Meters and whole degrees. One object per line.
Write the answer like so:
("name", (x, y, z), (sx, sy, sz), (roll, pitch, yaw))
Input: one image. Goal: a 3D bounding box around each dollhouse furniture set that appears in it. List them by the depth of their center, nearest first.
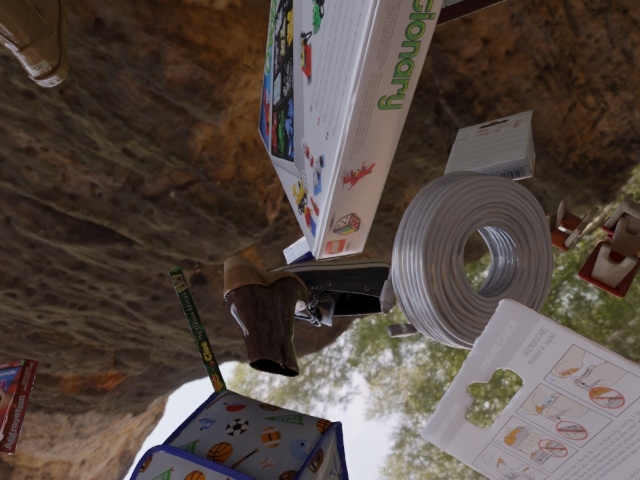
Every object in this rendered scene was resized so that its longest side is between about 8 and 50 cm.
("dollhouse furniture set", (0.559, 0.027, 1.074), (0.262, 0.135, 0.259), (32, -138, 25))

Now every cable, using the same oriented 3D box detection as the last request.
("cable", (0.220, 0.027, 0.820), (0.257, 0.089, 0.257), (9, -93, -26))

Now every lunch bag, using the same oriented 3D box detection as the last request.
("lunch bag", (-0.172, 0.493, 1.111), (0.327, 0.239, 0.385), (7, -152, 31))

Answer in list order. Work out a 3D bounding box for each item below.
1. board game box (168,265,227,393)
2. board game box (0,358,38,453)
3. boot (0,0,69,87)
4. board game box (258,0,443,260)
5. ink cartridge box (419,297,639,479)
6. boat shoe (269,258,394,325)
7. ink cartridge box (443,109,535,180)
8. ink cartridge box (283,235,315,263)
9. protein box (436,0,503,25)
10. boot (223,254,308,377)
("board game box", (-0.251, 0.181, 1.173), (0.030, 0.136, 0.260), (-21, -93, -11))
("board game box", (-0.582, 0.291, 0.988), (0.027, 0.281, 0.145), (28, -124, -44))
("boot", (-0.469, -0.383, 0.822), (0.269, 0.089, 0.236), (65, 180, -68))
("board game box", (0.010, -0.156, 0.463), (0.053, 0.305, 0.193), (-8, -130, -20))
("ink cartridge box", (0.190, 0.125, 0.343), (0.224, 0.181, 0.056), (30, -130, 17))
("boat shoe", (-0.009, 0.168, 1.694), (0.500, 0.187, 0.156), (-6, -123, -12))
("ink cartridge box", (0.305, -0.159, 1.019), (0.045, 0.145, 0.179), (63, -145, -25))
("ink cartridge box", (0.000, 0.000, 1.521), (0.097, 0.207, 0.046), (-9, -107, -44))
("protein box", (0.215, -0.433, 0.879), (0.200, 0.201, 0.136), (-71, -38, -58))
("boot", (-0.077, 0.148, 1.008), (0.248, 0.090, 0.207), (33, -150, -53))
